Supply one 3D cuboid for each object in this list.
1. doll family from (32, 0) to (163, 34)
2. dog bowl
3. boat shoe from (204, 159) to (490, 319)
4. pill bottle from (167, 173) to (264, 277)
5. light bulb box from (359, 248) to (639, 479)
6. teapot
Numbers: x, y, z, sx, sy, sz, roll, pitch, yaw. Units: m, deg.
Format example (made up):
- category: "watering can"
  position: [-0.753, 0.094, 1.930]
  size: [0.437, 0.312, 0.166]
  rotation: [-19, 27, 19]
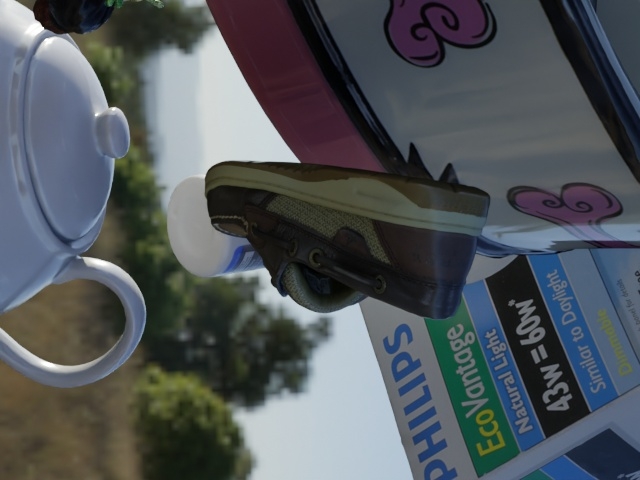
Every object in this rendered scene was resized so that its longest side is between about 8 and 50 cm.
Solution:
- category: "doll family"
  position: [-0.102, -0.142, 0.728]
  size: [0.111, 0.076, 0.193]
  rotation: [-71, 156, -14]
- category: "dog bowl"
  position: [0.067, -0.176, 0.796]
  size: [0.408, 0.150, 0.408]
  rotation: [42, 40, -48]
- category: "boat shoe"
  position: [0.000, 0.000, 0.619]
  size: [0.152, 0.056, 0.049]
  rotation: [5, -96, 62]
- category: "pill bottle"
  position: [-0.042, -0.018, 1.377]
  size: [0.078, 0.137, 0.078]
  rotation: [11, -76, 47]
- category: "light bulb box"
  position: [0.235, 0.034, 1.502]
  size: [0.225, 0.361, 0.358]
  rotation: [36, 27, -45]
- category: "teapot"
  position: [-0.217, -0.057, 1.206]
  size: [0.256, 0.187, 0.253]
  rotation: [59, 30, -63]
